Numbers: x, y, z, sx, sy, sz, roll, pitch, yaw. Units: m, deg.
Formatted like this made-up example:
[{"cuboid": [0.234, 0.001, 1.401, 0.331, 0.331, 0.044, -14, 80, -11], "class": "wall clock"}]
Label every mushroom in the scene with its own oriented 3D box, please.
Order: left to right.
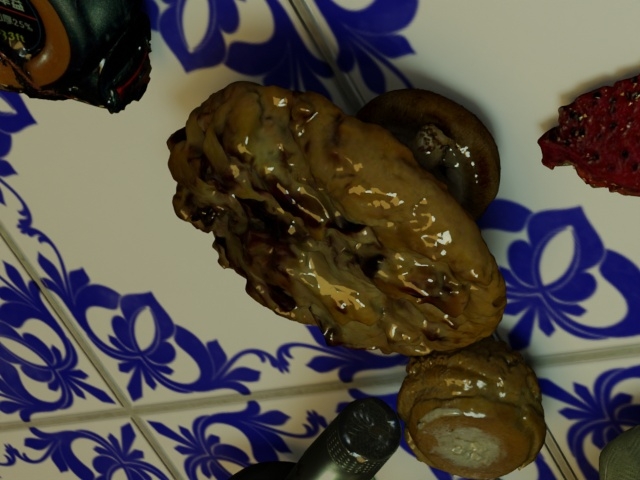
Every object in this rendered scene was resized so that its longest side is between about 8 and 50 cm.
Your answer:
[{"cuboid": [0.078, -0.060, 1.125, 0.127, 0.087, 0.127, 19, 133, 21], "class": "mushroom"}]

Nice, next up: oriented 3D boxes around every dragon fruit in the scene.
[{"cuboid": [0.229, -0.065, 1.059, 0.131, 0.063, 0.097, -18, 83, 42], "class": "dragon fruit"}]

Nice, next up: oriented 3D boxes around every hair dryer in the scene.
[{"cuboid": [-0.025, 0.310, 1.316, 0.155, 0.284, 0.320, 20, 156, -7], "class": "hair dryer"}]

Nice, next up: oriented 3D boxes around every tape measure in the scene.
[{"cuboid": [-0.240, -0.215, 1.165, 0.202, 0.135, 0.223, 19, 147, 19], "class": "tape measure"}]

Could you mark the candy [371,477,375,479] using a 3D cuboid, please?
[{"cuboid": [0.077, 0.293, 1.484, 0.035, 0.035, 0.123, -17, 107, 31], "class": "candy"}]

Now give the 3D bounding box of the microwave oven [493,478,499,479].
[{"cuboid": [0.161, 0.357, 1.344, 0.162, 0.208, 0.122, 32, 137, 7], "class": "microwave oven"}]

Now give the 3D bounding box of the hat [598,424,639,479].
[{"cuboid": [0.285, 0.203, 1.188, 0.252, 0.252, 0.110, -37, 61, 47], "class": "hat"}]

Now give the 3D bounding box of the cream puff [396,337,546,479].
[{"cuboid": [0.132, 0.139, 1.248, 0.126, 0.103, 0.144, -7, 142, 19], "class": "cream puff"}]

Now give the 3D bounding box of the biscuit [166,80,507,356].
[{"cuboid": [-0.003, -0.003, 1.169, 0.289, 0.081, 0.334, 46, 155, -19], "class": "biscuit"}]
